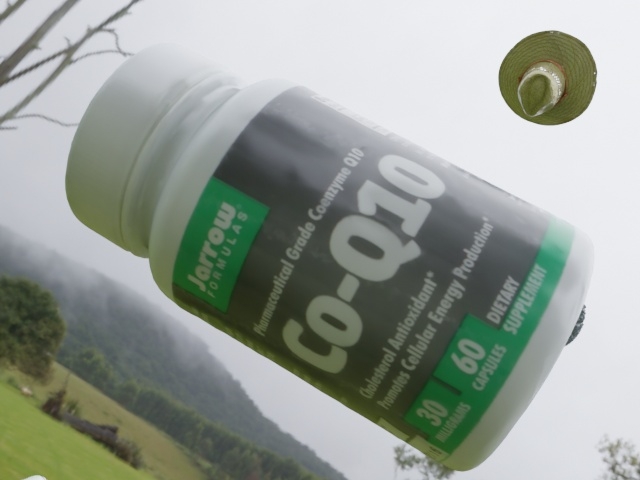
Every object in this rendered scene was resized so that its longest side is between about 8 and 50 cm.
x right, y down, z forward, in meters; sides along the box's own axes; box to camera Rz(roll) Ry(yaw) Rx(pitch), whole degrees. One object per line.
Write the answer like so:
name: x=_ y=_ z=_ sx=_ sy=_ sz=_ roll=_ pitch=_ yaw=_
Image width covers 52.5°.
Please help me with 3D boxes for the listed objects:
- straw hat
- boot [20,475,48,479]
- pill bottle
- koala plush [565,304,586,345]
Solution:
straw hat: x=0.299 y=-0.206 z=0.883 sx=0.145 sy=0.061 sz=0.144 roll=21 pitch=-43 yaw=21
boot: x=-0.239 y=0.365 z=0.691 sx=0.176 sy=0.088 sz=0.244 roll=18 pitch=31 yaw=-46
pill bottle: x=0.000 y=0.000 z=0.512 sx=0.361 sy=0.204 sz=0.204 roll=29 pitch=-20 yaw=10
koala plush: x=0.237 y=0.102 z=0.927 sx=0.203 sy=0.221 sz=0.196 roll=64 pitch=-7 yaw=-18
